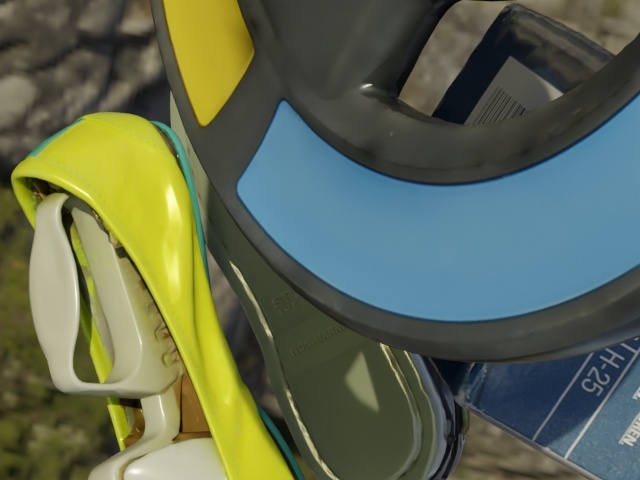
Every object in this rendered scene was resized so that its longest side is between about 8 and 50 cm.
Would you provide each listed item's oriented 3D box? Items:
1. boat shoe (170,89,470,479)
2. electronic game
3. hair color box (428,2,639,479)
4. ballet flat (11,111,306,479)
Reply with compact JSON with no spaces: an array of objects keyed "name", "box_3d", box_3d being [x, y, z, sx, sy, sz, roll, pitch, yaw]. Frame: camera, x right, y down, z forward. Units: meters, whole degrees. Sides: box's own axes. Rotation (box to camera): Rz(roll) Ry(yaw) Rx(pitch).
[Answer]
[{"name":"boat shoe","box_3d":[0.000,0.000,0.827,0.069,0.081,0.227,12,59,-68]},{"name":"electronic game","box_3d":[0.033,-0.091,0.374,0.048,0.229,0.229,4,101,-38]},{"name":"hair color box","box_3d":[0.193,0.063,0.639,0.105,0.347,0.174,-57,-165,9]},{"name":"ballet flat","box_3d":[-0.066,0.063,0.778,0.077,0.077,0.231,-20,93,-46]}]
